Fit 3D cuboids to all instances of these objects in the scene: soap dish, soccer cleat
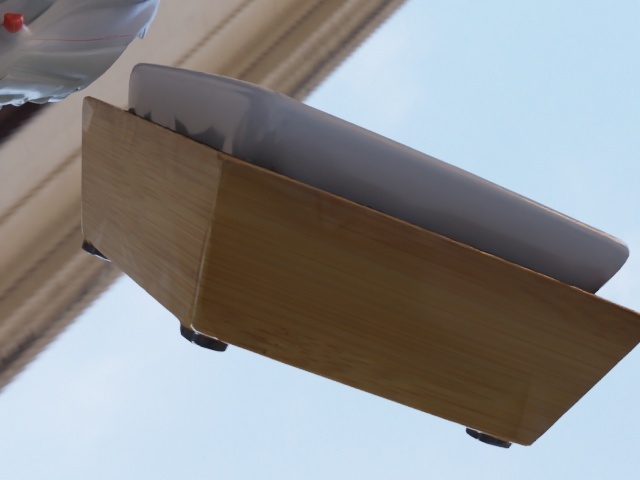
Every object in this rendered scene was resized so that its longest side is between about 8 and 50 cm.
[{"bbox_3d":[0.000,0.000,0.775,0.229,0.291,0.118,21,-87,-23],"label":"soap dish"},{"bbox_3d":[-0.140,-0.083,0.654,0.068,0.076,0.196,34,-131,24],"label":"soccer cleat"}]
